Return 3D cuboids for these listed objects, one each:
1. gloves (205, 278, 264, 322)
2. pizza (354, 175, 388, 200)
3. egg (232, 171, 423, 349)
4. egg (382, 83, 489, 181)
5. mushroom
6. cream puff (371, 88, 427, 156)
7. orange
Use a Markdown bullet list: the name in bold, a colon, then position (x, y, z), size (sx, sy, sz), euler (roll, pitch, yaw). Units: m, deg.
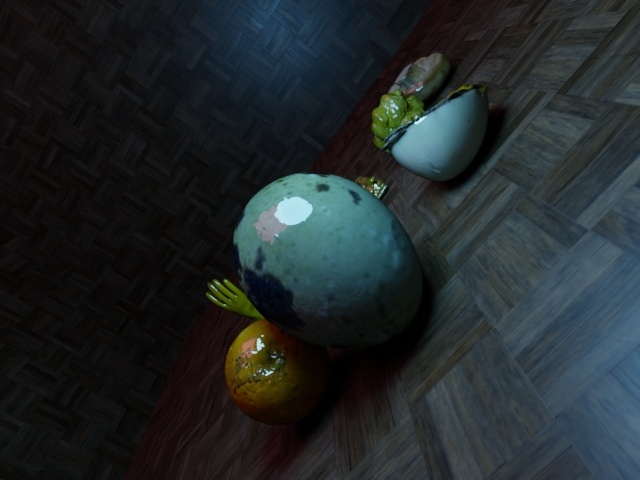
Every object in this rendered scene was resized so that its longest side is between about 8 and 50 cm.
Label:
- **gloves**: position (-0.311, 0.238, 1.863), size (0.133, 0.294, 0.116), euler (-49, 16, 26)
- **pizza**: position (0.112, -0.112, 1.698), size (0.268, 0.087, 0.258), euler (-58, 11, 1)
- **egg**: position (0.014, 0.046, 1.002), size (0.345, 0.428, 0.345), euler (-46, -21, -23)
- **egg**: position (0.310, -0.250, 1.177), size (0.286, 0.174, 0.264), euler (-37, 5, -43)
- **mushroom**: position (0.368, -0.595, 1.798), size (0.278, 0.146, 0.278), euler (-42, 23, 23)
- **cream puff**: position (0.262, -0.366, 1.533), size (0.194, 0.221, 0.195), euler (-9, 41, 8)
- **orange**: position (-0.097, 0.297, 1.102), size (0.246, 0.246, 0.246), euler (-51, 14, 18)
